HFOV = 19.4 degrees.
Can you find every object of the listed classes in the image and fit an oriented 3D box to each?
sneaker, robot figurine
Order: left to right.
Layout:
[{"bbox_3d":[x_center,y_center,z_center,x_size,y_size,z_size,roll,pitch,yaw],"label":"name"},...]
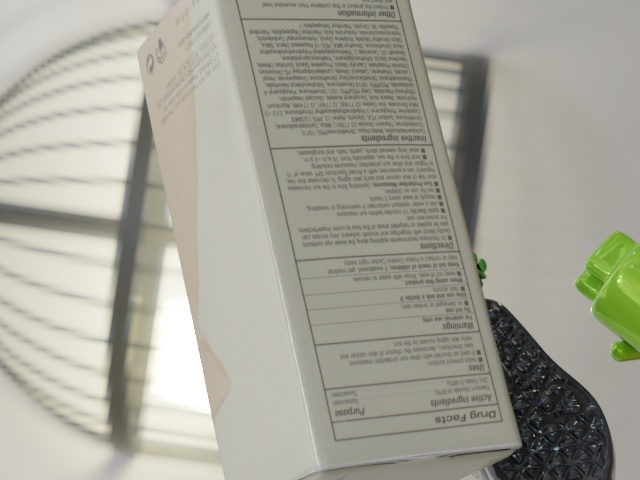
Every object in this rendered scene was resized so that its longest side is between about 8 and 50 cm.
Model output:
[{"bbox_3d":[0.133,0.129,1.233,0.235,0.084,0.097,-113,12,-55],"label":"sneaker"},{"bbox_3d":[0.230,0.045,1.261,0.067,0.115,0.101,-42,-17,-33],"label":"robot figurine"}]

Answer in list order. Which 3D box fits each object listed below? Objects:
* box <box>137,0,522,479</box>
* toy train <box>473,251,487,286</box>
[{"bbox_3d":[0.000,0.000,1.133,0.121,0.148,0.311,-37,60,54],"label":"box"},{"bbox_3d":[0.086,0.012,1.240,0.083,0.017,0.024,33,-130,-47],"label":"toy train"}]
